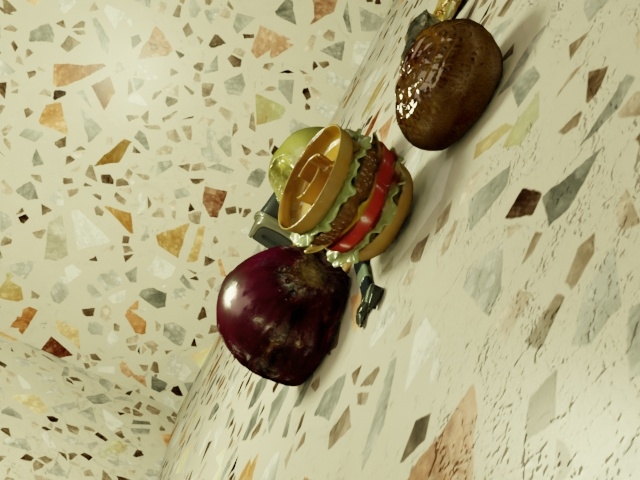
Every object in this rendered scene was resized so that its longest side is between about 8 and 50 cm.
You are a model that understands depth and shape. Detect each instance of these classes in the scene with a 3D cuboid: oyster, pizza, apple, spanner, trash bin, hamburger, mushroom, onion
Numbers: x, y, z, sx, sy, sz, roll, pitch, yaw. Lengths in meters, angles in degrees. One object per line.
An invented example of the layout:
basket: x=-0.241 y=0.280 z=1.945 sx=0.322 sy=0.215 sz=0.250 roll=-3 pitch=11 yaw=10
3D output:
oyster: x=0.259 y=-0.472 z=1.787 sx=0.166 sy=0.110 sz=0.341 roll=-53 pitch=13 yaw=45
pizza: x=0.338 y=-0.626 z=1.940 sx=0.182 sy=0.062 sz=0.161 roll=-60 pitch=11 yaw=10
apple: x=0.008 y=-0.150 z=1.837 sx=0.279 sy=0.279 sz=0.279 roll=-61 pitch=9 yaw=17
spanner: x=0.085 y=0.087 z=1.474 sx=0.316 sy=0.024 sz=0.087 roll=-96 pitch=29 yaw=-74
trash bin: x=-0.093 y=-0.091 z=2.428 sx=0.290 sy=0.209 sz=0.182 roll=-60 pitch=6 yaw=-12
hamburger: x=0.063 y=-0.081 z=1.450 sx=0.274 sy=0.212 sz=0.274 roll=-50 pitch=24 yaw=32
mushroom: x=0.225 y=-0.284 z=1.347 sx=0.253 sy=0.153 sz=0.253 roll=-162 pitch=90 yaw=-76
onion: x=-0.101 y=0.150 z=1.633 sx=0.336 sy=0.260 sz=0.282 roll=-73 pitch=8 yaw=-45

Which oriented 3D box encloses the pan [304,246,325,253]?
pan: x=-0.004 y=0.015 z=2.083 sx=0.202 sy=0.048 sz=0.128 roll=-118 pitch=41 yaw=-65

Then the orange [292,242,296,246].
orange: x=-0.046 y=0.003 z=2.268 sx=0.083 sy=0.083 sz=0.083 roll=-61 pitch=9 yaw=17
